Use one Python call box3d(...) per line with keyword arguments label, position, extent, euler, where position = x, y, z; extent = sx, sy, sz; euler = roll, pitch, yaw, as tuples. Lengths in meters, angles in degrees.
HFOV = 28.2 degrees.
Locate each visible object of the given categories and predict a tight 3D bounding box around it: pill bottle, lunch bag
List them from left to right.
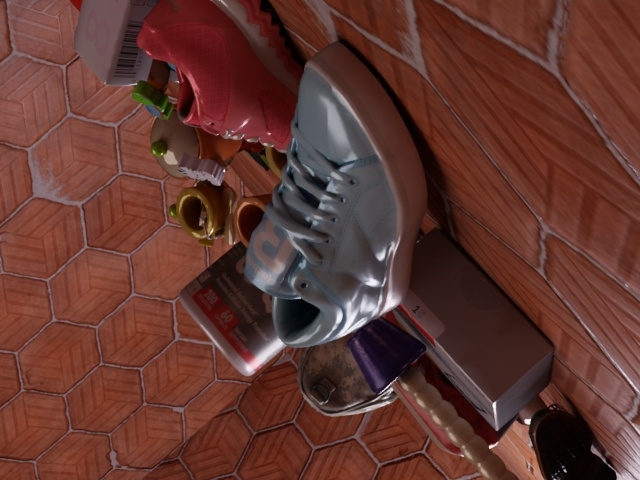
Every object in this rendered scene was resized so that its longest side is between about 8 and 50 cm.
box3d(label="pill bottle", position=(-0.050, 0.048, 1.836), extent=(0.161, 0.283, 0.161), euler=(49, 176, 5))
box3d(label="lunch bag", position=(0.067, 0.218, 2.414), extent=(0.212, 0.256, 0.305), euler=(49, 177, 2))

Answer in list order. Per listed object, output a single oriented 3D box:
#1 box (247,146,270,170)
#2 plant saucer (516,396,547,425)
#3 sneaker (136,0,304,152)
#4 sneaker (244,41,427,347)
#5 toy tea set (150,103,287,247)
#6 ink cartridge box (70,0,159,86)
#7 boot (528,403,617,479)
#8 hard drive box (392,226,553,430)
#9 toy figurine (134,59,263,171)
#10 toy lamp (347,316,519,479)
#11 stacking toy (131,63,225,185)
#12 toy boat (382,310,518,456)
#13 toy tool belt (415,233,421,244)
box3d(label="box", position=(-0.100, -0.161, 2.084), extent=(0.062, 0.052, 0.083), euler=(50, 176, -30))
box3d(label="plant saucer", position=(0.246, 0.191, 1.767), extent=(0.198, 0.036, 0.198), euler=(50, 176, 5))
box3d(label="sneaker", position=(-0.081, -0.153, 1.324), extent=(0.314, 0.136, 0.116), euler=(52, 176, -41))
box3d(label="sneaker", position=(0.002, -0.013, 1.166), extent=(0.135, 0.150, 0.366), euler=(42, 155, 32))
box3d(label="toy tea set", position=(-0.089, -0.062, 1.541), extent=(0.336, 0.124, 0.200), euler=(11, 113, 39))
box3d(label="ink cartridge box", position=(-0.233, -0.299, 1.355), extent=(0.066, 0.189, 0.232), euler=(-6, -143, -40))
box3d(label="boot", position=(0.280, 0.246, 1.561), extent=(0.106, 0.082, 0.219), euler=(42, 174, 44))
box3d(label="hard drive box", position=(0.165, 0.104, 1.415), extent=(0.181, 0.089, 0.232), euler=(47, 176, 18))
box3d(label="toy figurine", position=(-0.164, -0.195, 1.756), extent=(0.209, 0.148, 0.213), euler=(50, 177, -9))
box3d(label="toy lamp", position=(0.138, 0.195, 1.382), extent=(0.275, 0.080, 0.080), euler=(45, 176, 7))
box3d(label="stacking toy", position=(-0.132, -0.179, 1.400), extent=(0.052, 0.167, 0.221), euler=(15, 162, 22))
box3d(label="toy boat", position=(0.178, 0.151, 1.590), extent=(0.231, 0.151, 0.151), euler=(52, 144, -7))
box3d(label="toy tool belt", position=(0.096, -0.005, 1.499), extent=(0.083, 0.052, 0.051), euler=(53, -154, -15))
